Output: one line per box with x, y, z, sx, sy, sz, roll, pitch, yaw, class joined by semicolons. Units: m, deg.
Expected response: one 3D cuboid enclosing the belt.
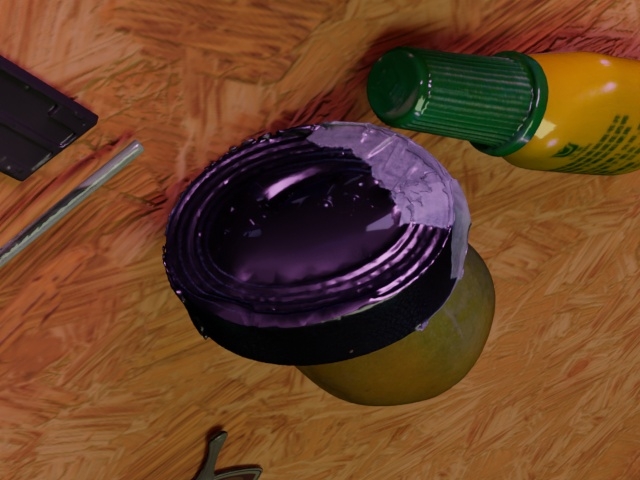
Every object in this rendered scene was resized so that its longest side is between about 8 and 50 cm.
0.000;0.000;1.163;0.198;0.151;0.078;-11;151;5;belt

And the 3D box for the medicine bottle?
0.149;-0.094;1.255;0.309;0.076;0.111;1;142;-49;medicine bottle

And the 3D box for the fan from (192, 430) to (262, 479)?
-0.106;0.224;1.572;0.132;0.009;0.220;-22;152;-26;fan

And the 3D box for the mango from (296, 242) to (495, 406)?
0.043;0.052;1.337;0.156;0.114;0.251;-35;155;18;mango

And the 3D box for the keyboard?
-0.197;-0.081;0.975;0.067;0.011;0.202;-37;153;11;keyboard

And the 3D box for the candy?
-0.222;0.031;1.082;0.287;0.078;0.084;-41;141;-3;candy
